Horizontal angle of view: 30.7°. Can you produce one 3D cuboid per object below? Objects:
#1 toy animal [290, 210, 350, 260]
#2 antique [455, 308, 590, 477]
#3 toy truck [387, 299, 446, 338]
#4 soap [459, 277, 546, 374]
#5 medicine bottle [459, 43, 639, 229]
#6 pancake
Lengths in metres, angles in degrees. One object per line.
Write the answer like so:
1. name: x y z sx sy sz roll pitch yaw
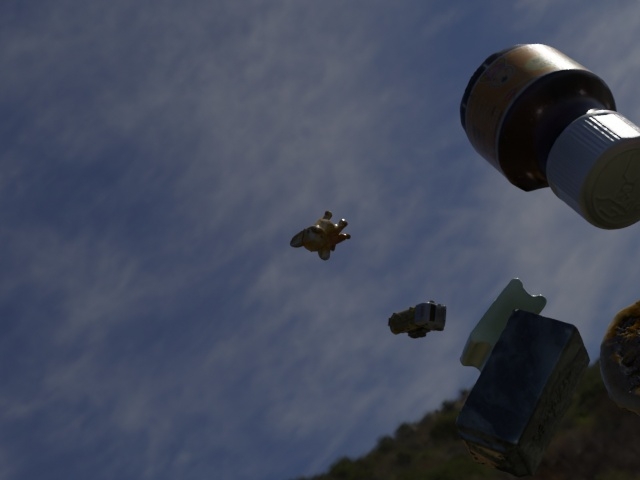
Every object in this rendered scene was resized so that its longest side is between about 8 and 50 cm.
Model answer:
1. toy animal: 0.000 0.000 1.684 0.083 0.060 0.081 -45 -19 -37
2. antique: 0.240 0.185 1.391 0.183 0.086 0.088 -58 -38 -22
3. toy truck: 0.185 0.152 2.230 0.063 0.052 0.123 18 -24 -27
4. soap: 0.368 0.187 2.383 0.160 0.087 0.265 -50 -12 -11
5. medicine bottle: 0.424 -0.174 1.984 0.242 0.395 0.242 -13 -58 -21
6. pancake: 0.548 0.163 1.763 0.282 0.282 0.049 -36 -56 -20
